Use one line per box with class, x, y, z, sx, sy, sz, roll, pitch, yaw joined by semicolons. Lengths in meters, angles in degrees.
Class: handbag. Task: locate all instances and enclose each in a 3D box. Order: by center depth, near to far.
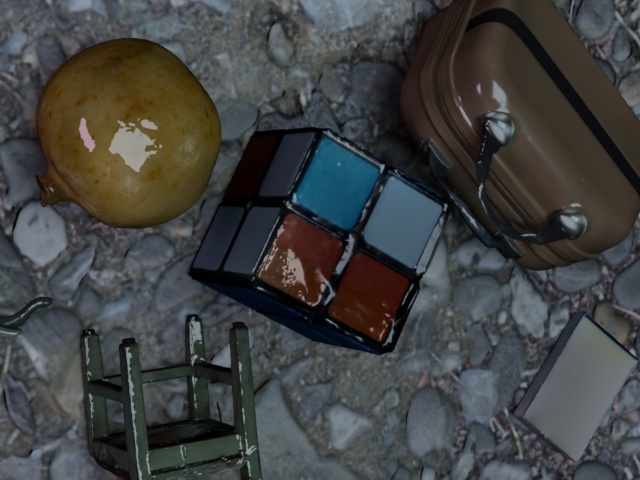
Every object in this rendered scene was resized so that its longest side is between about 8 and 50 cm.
handbag;0.216;-0.100;1.553;0.302;0.149;0.283;51;45;-21

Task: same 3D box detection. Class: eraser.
eraser;0.306;0.176;1.730;0.104;0.023;0.150;39;77;-22

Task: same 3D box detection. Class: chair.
chair;-0.144;0.217;1.442;0.136;0.147;0.271;-8;94;-28

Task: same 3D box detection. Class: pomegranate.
pomegranate;-0.193;-0.097;1.392;0.196;0.196;0.196;-2;94;-26

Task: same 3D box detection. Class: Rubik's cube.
Rubik's cube;0.000;0.000;1.489;0.183;0.167;0.180;27;80;-26

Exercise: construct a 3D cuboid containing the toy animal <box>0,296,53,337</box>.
toy animal;-0.395;0.069;1.347;0.269;0.082;0.137;24;83;-25
